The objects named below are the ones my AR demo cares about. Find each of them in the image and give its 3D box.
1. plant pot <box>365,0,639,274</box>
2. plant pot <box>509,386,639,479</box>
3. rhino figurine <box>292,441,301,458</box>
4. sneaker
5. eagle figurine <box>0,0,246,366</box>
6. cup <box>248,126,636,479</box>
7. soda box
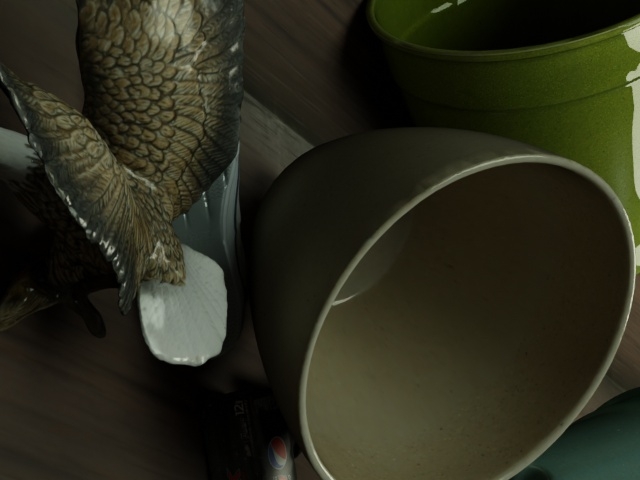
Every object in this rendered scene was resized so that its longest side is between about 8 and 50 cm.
[{"bbox_3d":[0.265,-0.141,1.616,0.366,0.366,0.353,-57,141,-49],"label":"plant pot"},{"bbox_3d":[0.293,0.334,1.494,0.334,0.341,0.341,0,81,-46],"label":"plant pot"},{"bbox_3d":[0.026,0.143,1.356,0.243,0.073,0.106,-23,98,-57],"label":"rhino figurine"},{"bbox_3d":[-0.111,-0.032,1.172,0.091,0.094,0.258,-130,-142,-82],"label":"sneaker"},{"bbox_3d":[-0.151,-0.054,0.950,0.225,0.298,0.226,-6,57,-30],"label":"eagle figurine"},{"bbox_3d":[0.069,0.032,1.215,0.331,0.237,0.331,-16,124,-25],"label":"cup"},{"bbox_3d":[-0.056,0.214,1.211,0.053,0.060,0.169,-7,88,-58],"label":"soda box"}]
